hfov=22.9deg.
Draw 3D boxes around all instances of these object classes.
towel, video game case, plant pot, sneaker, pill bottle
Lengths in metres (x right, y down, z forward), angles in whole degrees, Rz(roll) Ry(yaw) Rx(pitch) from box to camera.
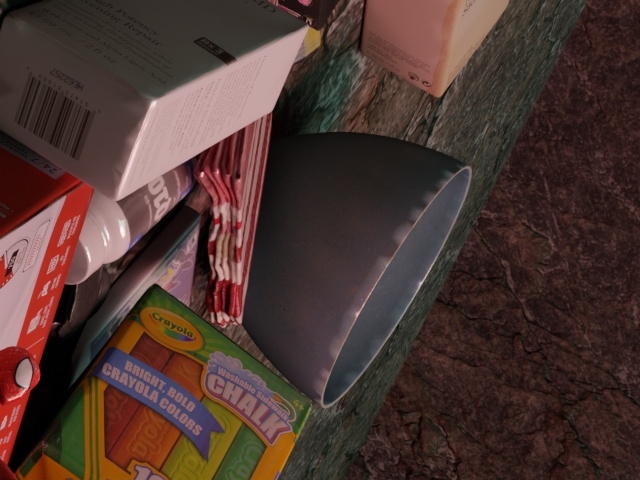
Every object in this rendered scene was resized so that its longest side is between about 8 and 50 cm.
[{"bbox_3d":[-0.021,-0.197,1.463,0.083,0.009,0.060,-45,137,-54],"label":"towel"},{"bbox_3d":[-0.185,0.085,1.517,0.201,0.023,0.183,-52,167,-31],"label":"video game case"},{"bbox_3d":[0.000,0.000,1.640,0.290,0.195,0.290,-55,169,-17],"label":"plant pot"},{"bbox_3d":[-0.068,-0.087,1.346,0.329,0.037,0.237,96,2,-66],"label":"towel"},{"bbox_3d":[-0.218,0.066,1.271,0.170,0.051,0.089,-64,168,2],"label":"sneaker"},{"bbox_3d":[-0.159,-0.031,1.186,0.137,0.078,0.078,-48,164,-42],"label":"pill bottle"}]

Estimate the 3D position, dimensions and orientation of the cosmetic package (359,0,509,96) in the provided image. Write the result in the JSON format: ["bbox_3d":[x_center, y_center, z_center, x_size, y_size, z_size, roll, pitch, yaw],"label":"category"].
[{"bbox_3d":[0.135,-0.304,1.645,0.160,0.113,0.309,-54,169,-21],"label":"cosmetic package"}]

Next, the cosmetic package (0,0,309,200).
[{"bbox_3d":[-0.113,-0.118,1.064,0.231,0.117,0.085,-42,161,-58],"label":"cosmetic package"}]

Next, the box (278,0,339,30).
[{"bbox_3d":[-0.006,-0.236,1.365,0.062,0.052,0.083,-57,170,-27],"label":"box"}]

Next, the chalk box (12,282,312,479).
[{"bbox_3d":[-0.139,0.177,1.325,0.179,0.180,0.289,-49,-172,37],"label":"chalk box"}]

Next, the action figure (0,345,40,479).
[{"bbox_3d":[-0.220,0.159,0.875,0.280,0.139,0.091,-50,167,-47],"label":"action figure"}]

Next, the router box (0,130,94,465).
[{"bbox_3d":[-0.293,0.119,0.999,0.301,0.082,0.335,-43,161,-53],"label":"router box"}]
